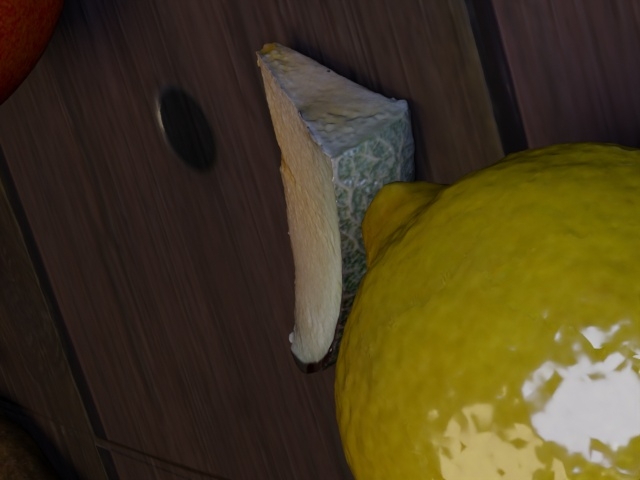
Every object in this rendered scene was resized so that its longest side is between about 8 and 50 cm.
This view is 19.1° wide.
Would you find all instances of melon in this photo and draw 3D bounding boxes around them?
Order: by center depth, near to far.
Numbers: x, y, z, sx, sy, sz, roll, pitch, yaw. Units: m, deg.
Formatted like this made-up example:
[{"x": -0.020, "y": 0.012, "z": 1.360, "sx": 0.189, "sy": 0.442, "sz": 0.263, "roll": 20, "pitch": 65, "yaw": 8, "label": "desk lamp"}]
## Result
[{"x": 0.004, "y": 0.002, "z": 0.926, "sx": 0.098, "sy": 0.054, "sz": 0.182, "roll": 35, "pitch": 140, "yaw": 45, "label": "melon"}]

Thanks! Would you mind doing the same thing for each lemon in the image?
[{"x": 0.107, "y": 0.062, "z": 0.702, "sx": 0.244, "sy": 0.187, "sz": 0.187, "roll": 40, "pitch": 143, "yaw": 22, "label": "lemon"}]

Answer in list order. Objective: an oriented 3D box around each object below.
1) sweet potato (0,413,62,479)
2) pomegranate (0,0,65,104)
[{"x": -0.189, "y": 0.223, "z": 1.343, "sx": 0.292, "sy": 0.097, "sz": 0.097, "roll": 40, "pitch": 143, "yaw": 33, "label": "sweet potato"}, {"x": -0.237, "y": -0.164, "z": 1.003, "sx": 0.210, "sy": 0.210, "sz": 0.235, "roll": 22, "pitch": 116, "yaw": 46, "label": "pomegranate"}]
